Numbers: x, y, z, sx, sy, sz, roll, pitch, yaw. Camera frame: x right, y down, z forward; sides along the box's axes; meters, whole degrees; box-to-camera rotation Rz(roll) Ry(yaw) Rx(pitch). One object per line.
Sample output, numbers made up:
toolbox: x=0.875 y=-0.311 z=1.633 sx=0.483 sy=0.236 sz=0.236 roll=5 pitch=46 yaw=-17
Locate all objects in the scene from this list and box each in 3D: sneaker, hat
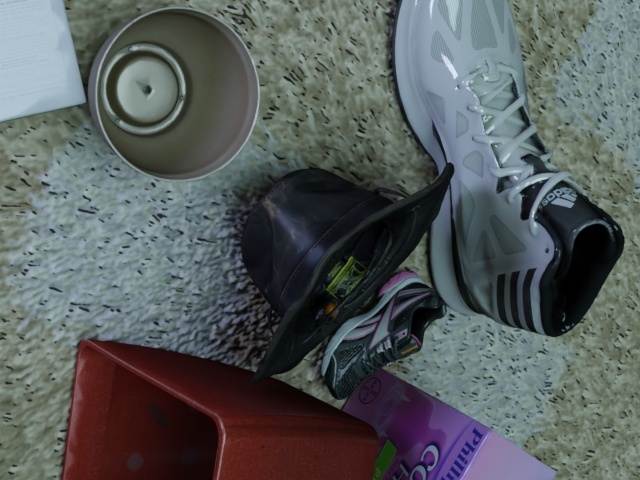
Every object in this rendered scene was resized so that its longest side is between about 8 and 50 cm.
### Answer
sneaker: x=0.076 y=0.114 z=1.172 sx=0.178 sy=0.077 sz=0.072 roll=-51 pitch=136 yaw=-11
hat: x=0.000 y=0.000 z=1.046 sx=0.331 sy=0.331 sz=0.134 roll=-42 pitch=79 yaw=-15
sneaker: x=0.228 y=-0.103 z=1.116 sx=0.169 sy=0.257 sz=0.447 roll=-19 pitch=109 yaw=-25

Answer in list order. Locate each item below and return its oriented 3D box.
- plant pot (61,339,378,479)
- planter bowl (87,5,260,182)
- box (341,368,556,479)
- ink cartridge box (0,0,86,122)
plant pot: x=-0.094 y=0.257 z=1.024 sx=0.236 sy=0.267 sz=0.267 roll=2 pitch=100 yaw=-40
planter bowl: x=-0.153 y=-0.143 z=0.977 sx=0.162 sy=0.109 sz=0.162 roll=-7 pitch=104 yaw=-28
box: x=0.101 y=0.286 z=1.137 sx=0.117 sy=0.243 sz=0.213 roll=36 pitch=83 yaw=-31
ink cartridge box: x=-0.292 y=-0.215 z=0.910 sx=0.109 sy=0.062 sz=0.209 roll=-18 pitch=109 yaw=-26
